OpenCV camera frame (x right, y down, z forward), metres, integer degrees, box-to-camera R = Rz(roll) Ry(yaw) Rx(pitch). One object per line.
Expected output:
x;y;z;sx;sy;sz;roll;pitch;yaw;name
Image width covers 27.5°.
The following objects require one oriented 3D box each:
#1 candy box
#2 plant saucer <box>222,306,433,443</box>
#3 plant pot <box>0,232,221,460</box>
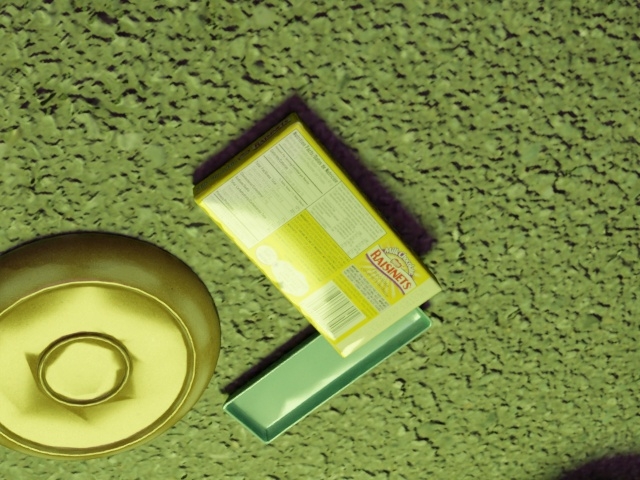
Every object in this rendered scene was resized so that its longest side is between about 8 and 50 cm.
0.000;0.000;1.066;0.105;0.027;0.206;-37;119;8;candy box
0.005;0.106;1.156;0.192;0.018;0.067;-36;125;12;plant saucer
-0.197;0.101;1.090;0.236;0.032;0.236;-7;124;-11;plant pot
